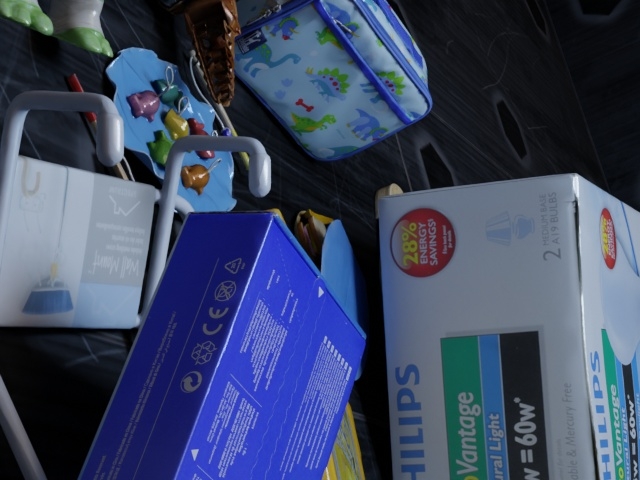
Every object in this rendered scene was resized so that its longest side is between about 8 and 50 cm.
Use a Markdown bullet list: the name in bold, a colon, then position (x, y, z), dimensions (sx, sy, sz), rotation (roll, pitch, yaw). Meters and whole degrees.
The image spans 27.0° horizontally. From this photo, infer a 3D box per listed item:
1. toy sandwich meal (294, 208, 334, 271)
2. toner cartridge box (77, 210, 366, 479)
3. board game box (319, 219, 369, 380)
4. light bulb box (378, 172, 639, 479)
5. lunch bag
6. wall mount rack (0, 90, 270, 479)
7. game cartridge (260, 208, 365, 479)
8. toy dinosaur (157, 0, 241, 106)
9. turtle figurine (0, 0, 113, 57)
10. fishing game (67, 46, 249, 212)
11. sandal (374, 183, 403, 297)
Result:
- **toy sandwich meal**: position (0.000, 0.000, 1.440), dimensions (0.085, 0.029, 0.085), rotation (49, 28, -37)
- **toner cartridge box**: position (-0.077, 0.167, 0.864), dimensions (0.165, 0.075, 0.348), rotation (56, 44, -46)
- **board game box**: position (0.013, 0.062, 1.396), dimensions (0.168, 0.033, 0.133), rotation (66, 23, -45)
- **light bulb box**: position (0.242, 0.132, 1.503), dimensions (0.361, 0.225, 0.358), rotation (14, 72, -64)
- **lunch bag**: position (0.013, -0.198, 1.470), dimensions (0.219, 0.176, 0.090), rotation (50, 27, -38)
- **wall mount rack**: position (-0.141, 0.061, 0.946), dimensions (0.350, 0.130, 0.304), rotation (9, 88, -63)
- **game cartridge**: position (0.002, 0.176, 1.126), dimensions (0.285, 0.053, 0.323), rotation (68, 11, -61)
- **toy dinosaur**: position (-0.124, -0.290, 1.307), dimensions (0.322, 0.164, 0.218), rotation (52, -1, 22)
- **turtle figurine**: position (-0.143, -0.276, 1.047), dimensions (0.275, 0.266, 0.198), rotation (20, 5, -7)
- **fishing game**: position (-0.128, -0.099, 1.236), dimensions (0.189, 0.041, 0.264), rotation (64, 22, 1)
- **sandal**: position (0.122, 0.018, 1.632), dimensions (0.088, 0.079, 0.240), rotation (43, 32, -44)
